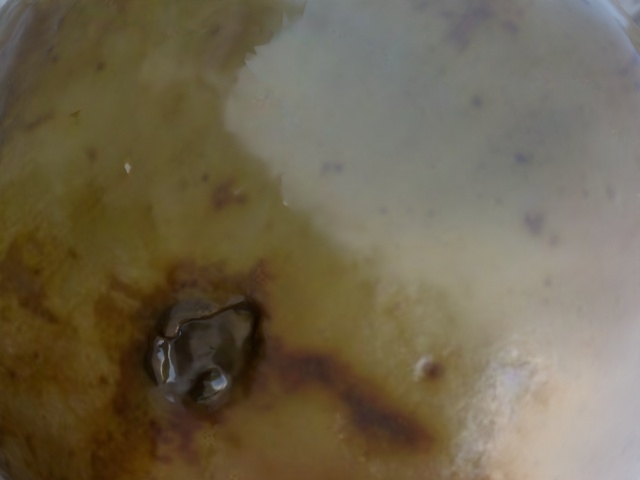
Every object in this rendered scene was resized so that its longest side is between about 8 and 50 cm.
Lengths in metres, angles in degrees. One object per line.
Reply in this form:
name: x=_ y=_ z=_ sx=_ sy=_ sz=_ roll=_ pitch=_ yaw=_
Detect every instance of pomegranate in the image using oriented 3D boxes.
pomegranate: x=0.000 y=0.000 z=0.792 sx=0.410 sy=0.410 sz=0.410 roll=49 pitch=-10 yaw=11
